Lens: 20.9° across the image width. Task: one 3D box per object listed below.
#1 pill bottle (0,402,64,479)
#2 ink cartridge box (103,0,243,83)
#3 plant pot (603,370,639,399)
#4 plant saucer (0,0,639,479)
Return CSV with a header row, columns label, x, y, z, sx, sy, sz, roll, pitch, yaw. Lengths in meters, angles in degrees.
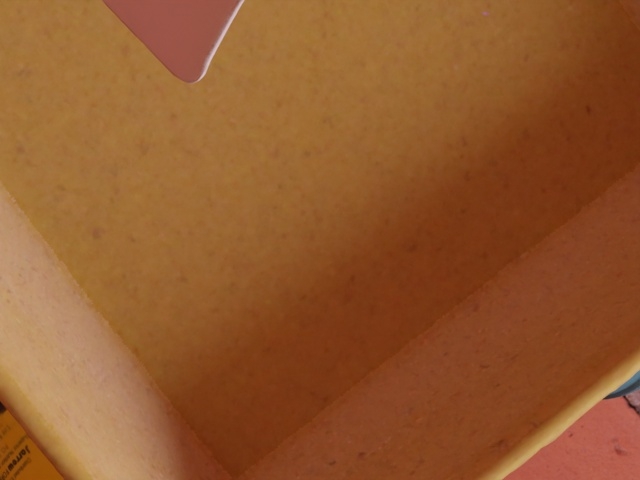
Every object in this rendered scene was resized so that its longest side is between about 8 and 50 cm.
label,x,y,z,sx,sy,sz,roll,pitch,yaw
pill bottle,-0.081,0.191,1.131,0.188,0.334,0.188,-37,167,-10
ink cartridge box,-0.050,-0.146,0.388,0.067,0.198,0.115,-28,163,-39
plant pot,0.039,-0.003,1.036,0.255,0.272,0.272,-15,157,-26
plant saucer,-0.002,-0.067,0.647,0.333,0.333,0.081,-37,-164,-6
